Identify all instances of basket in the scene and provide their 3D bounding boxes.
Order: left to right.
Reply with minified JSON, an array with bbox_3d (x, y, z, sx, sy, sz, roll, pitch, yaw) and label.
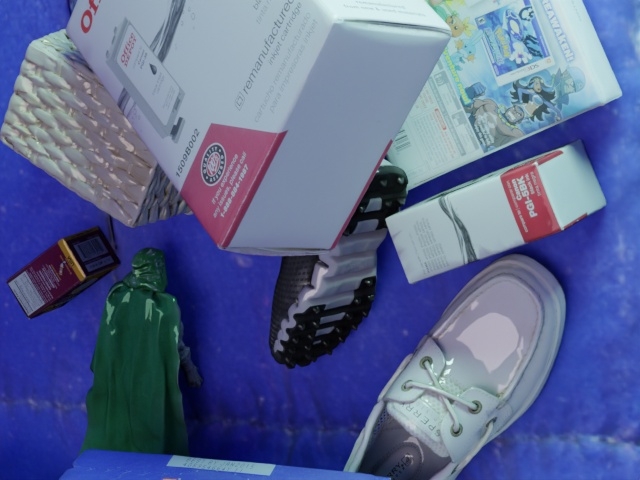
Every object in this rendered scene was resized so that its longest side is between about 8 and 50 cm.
[{"bbox_3d":[-0.171,-0.099,1.410,0.167,0.103,0.113,32,117,18],"label":"basket"}]

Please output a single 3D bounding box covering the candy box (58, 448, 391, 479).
[{"bbox_3d":[-0.074,0.340,1.365,0.268,0.122,0.317,3,114,18],"label":"candy box"}]

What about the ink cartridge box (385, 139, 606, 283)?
[{"bbox_3d":[0.131,-0.022,1.263,0.135,0.099,0.056,-21,92,31],"label":"ink cartridge box"}]

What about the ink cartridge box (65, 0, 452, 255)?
[{"bbox_3d":[-0.059,-0.155,1.261,0.283,0.117,0.207,52,126,37],"label":"ink cartridge box"}]

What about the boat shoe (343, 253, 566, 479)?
[{"bbox_3d":[0.096,0.134,1.324,0.098,0.096,0.277,39,117,17],"label":"boat shoe"}]

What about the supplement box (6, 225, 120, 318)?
[{"bbox_3d":[-0.231,0.029,1.506,0.083,0.055,0.043,-34,86,32],"label":"supplement box"}]

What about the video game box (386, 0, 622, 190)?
[{"bbox_3d":[0.104,-0.165,1.272,0.187,0.048,0.205,-23,91,35],"label":"video game box"}]

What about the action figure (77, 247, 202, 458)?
[{"bbox_3d":[-0.154,0.116,1.480,0.137,0.063,0.232,16,114,27],"label":"action figure"}]

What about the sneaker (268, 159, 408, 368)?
[{"bbox_3d":[0.000,0.000,1.361,0.106,0.078,0.234,57,142,36],"label":"sneaker"}]
